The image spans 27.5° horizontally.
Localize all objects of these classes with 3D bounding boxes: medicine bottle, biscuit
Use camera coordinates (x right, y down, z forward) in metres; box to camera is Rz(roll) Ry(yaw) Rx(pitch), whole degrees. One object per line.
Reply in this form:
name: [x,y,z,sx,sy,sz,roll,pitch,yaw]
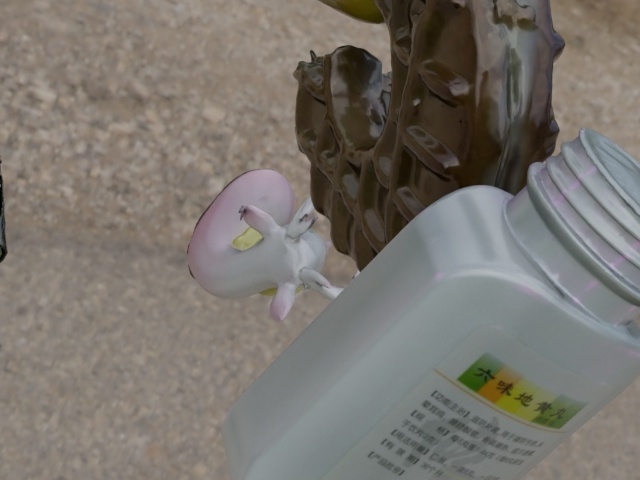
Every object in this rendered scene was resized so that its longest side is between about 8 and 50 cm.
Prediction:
medicine bottle: [0.093,0.077,0.844,0.179,0.324,0.124,29,28,-30]
biscuit: [0.083,-0.105,1.052,0.115,0.366,0.268,-6,70,-20]

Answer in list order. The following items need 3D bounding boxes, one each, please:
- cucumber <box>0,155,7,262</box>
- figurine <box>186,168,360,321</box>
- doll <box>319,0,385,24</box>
cucumber: [-0.480,-0.063,1.812,0.078,0.062,0.211,1,55,-22]
figurine: [-0.006,-0.012,1.696,0.284,0.206,0.315,-17,18,-19]
doll: [-0.033,-0.374,1.168,0.423,0.161,0.348,59,3,-19]
